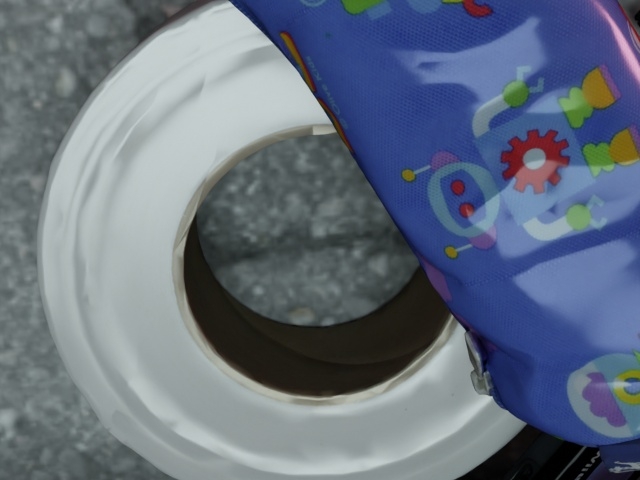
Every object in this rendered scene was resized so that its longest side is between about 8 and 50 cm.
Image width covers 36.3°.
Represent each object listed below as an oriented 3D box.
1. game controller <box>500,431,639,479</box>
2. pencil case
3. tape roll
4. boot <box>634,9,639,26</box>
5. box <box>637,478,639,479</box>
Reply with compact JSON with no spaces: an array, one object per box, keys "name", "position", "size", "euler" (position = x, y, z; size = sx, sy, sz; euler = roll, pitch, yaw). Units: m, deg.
[{"name":"game controller","position":[0.118,0.174,0.569],"size":[0.067,0.166,0.319],"euler":[41,104,22]},{"name":"pencil case","position":[0.065,-0.052,0.398],"size":[0.133,0.119,0.306],"euler":[-33,106,9]},{"name":"tape roll","position":[0.000,0.000,0.527],"size":[0.286,0.100,0.286],"euler":[-1,108,-3]},{"name":"boot","position":[0.241,-0.127,0.531],"size":[0.121,0.045,0.099],"euler":[39,96,-16]},{"name":"box","position":[0.196,0.183,0.543],"size":[0.184,0.045,0.191],"euler":[-35,140,8]}]
